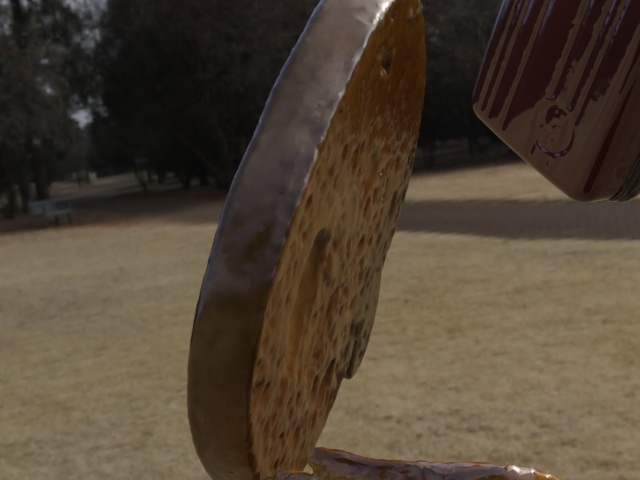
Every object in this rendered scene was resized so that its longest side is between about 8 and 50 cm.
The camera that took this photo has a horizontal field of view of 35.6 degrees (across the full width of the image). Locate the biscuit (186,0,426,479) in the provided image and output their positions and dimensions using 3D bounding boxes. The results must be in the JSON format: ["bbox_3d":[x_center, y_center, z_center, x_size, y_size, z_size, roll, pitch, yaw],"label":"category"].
[{"bbox_3d":[-0.001,0.000,0.705,0.063,0.367,0.314,14,-27,13],"label":"biscuit"}]

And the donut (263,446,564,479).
[{"bbox_3d":[0.050,0.172,0.490,0.190,0.174,0.075,7,49,-7],"label":"donut"}]

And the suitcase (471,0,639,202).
[{"bbox_3d":[0.300,-0.206,1.033,0.161,0.297,0.236,-12,45,-31],"label":"suitcase"}]
